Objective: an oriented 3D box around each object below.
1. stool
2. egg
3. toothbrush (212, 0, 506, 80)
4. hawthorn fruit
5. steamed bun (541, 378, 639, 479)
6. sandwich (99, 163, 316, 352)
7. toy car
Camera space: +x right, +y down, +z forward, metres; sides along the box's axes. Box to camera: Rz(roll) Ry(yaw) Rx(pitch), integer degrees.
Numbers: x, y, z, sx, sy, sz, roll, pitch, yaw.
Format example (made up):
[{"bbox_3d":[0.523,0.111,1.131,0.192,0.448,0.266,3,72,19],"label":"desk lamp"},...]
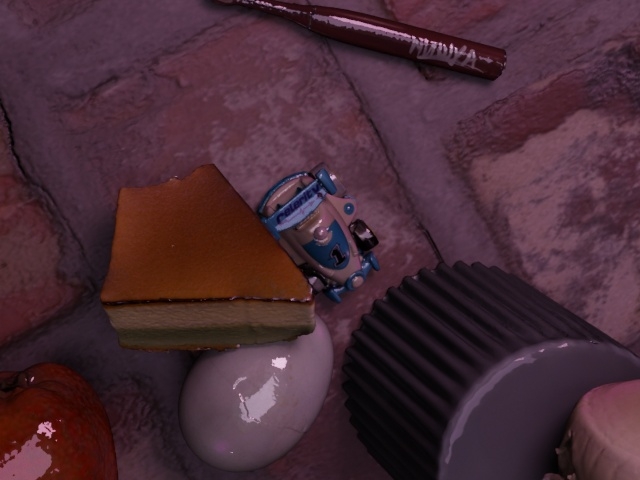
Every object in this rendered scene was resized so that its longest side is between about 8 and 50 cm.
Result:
[{"bbox_3d":[0.198,0.189,1.038,0.297,0.330,0.297,-1,97,-9],"label":"stool"},{"bbox_3d":[-0.070,0.165,1.079,0.151,0.151,0.209,40,87,-12],"label":"egg"},{"bbox_3d":[0.046,-0.245,1.107,0.364,0.041,0.040,11,95,-11],"label":"toothbrush"},{"bbox_3d":[-0.310,0.271,1.021,0.211,0.210,0.262,-17,100,-8],"label":"hawthorn fruit"},{"bbox_3d":[0.275,0.213,0.769,0.153,0.238,0.169,-1,104,-9],"label":"steamed bun"},{"bbox_3d":[-0.111,0.017,1.030,0.220,0.108,0.186,0,55,4],"label":"sandwich"},{"bbox_3d":[0.000,0.000,1.098,0.126,0.098,0.161,-38,100,-2],"label":"toy car"}]
